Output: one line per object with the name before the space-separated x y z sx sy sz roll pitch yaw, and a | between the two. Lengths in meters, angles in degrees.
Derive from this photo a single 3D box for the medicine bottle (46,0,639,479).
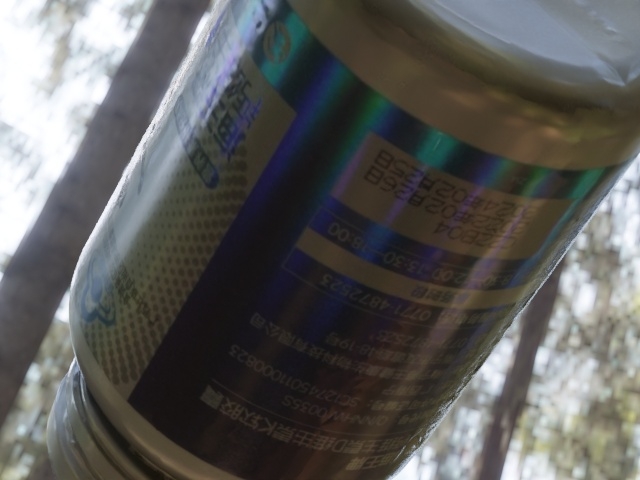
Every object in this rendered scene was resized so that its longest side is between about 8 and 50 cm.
medicine bottle | 0.000 0.000 0.504 0.107 0.107 0.191 27 -56 -8
